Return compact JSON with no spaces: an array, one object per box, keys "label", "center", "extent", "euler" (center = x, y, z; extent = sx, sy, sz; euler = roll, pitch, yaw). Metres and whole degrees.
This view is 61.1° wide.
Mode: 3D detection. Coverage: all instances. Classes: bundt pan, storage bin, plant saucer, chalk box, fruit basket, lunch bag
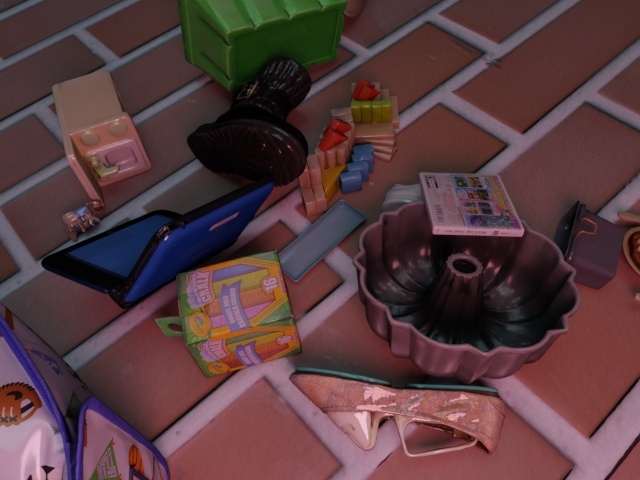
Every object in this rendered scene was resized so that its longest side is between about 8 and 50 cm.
[{"label":"bundt pan","center":[0.211,0.080,0.838],"extent":[0.330,0.124,0.331],"euler":[1,41,-1]},{"label":"storage bin","center":[0.453,0.011,0.916],"extent":[0.091,0.098,0.135],"euler":[24,60,8]},{"label":"plant saucer","center":[0.000,0.000,1.006],"extent":[0.067,0.018,0.192],"euler":[37,65,26]},{"label":"chalk box","center":[-0.150,0.123,0.864],"extent":[0.212,0.132,0.132],"euler":[-15,55,-4]},{"label":"fruit basket","center":[-0.161,-0.550,1.265],"extent":[0.391,0.283,0.392],"euler":[3,60,-6]},{"label":"lunch bag","center":[-0.337,0.289,0.650],"extent":[0.239,0.328,0.385],"euler":[-39,59,-22]}]

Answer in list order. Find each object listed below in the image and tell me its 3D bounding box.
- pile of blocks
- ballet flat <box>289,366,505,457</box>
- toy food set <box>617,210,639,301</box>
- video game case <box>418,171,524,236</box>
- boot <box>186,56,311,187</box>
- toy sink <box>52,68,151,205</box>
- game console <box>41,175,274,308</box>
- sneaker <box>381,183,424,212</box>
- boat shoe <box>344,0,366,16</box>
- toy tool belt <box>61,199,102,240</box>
[{"label":"pile of blocks","center":[0.069,-0.207,1.086],"extent":[0.148,0.113,0.362],"euler":[19,59,18]},{"label":"ballet flat","center":[0.103,0.249,0.775],"extent":[0.315,0.107,0.106],"euler":[4,69,9]},{"label":"toy food set","center":[0.573,0.024,0.907],"extent":[0.132,0.039,0.192],"euler":[12,55,-4]},{"label":"video game case","center":[0.244,-0.062,0.898],"extent":[0.143,0.019,0.157],"euler":[2,40,-2]},{"label":"boot","center":[-0.088,-0.245,1.061],"extent":[0.347,0.131,0.260],"euler":[18,56,46]},{"label":"toy sink","center":[-0.440,-0.210,1.112],"extent":[0.131,0.153,0.234],"euler":[-21,55,-10]},{"label":"game console","center":[-0.258,-0.032,0.893],"extent":[0.173,0.250,0.293],"euler":[44,34,5]},{"label":"sneaker","center":[0.226,-0.072,1.006],"extent":[0.212,0.080,0.094],"euler":[11,45,14]},{"label":"boat shoe","center":[0.073,-0.696,1.420],"extent":[0.113,0.127,0.340],"euler":[13,56,15]},{"label":"toy tool belt","center":[-0.458,-0.038,1.062],"extent":[0.083,0.052,0.051],"euler":[-28,88,-10]}]
